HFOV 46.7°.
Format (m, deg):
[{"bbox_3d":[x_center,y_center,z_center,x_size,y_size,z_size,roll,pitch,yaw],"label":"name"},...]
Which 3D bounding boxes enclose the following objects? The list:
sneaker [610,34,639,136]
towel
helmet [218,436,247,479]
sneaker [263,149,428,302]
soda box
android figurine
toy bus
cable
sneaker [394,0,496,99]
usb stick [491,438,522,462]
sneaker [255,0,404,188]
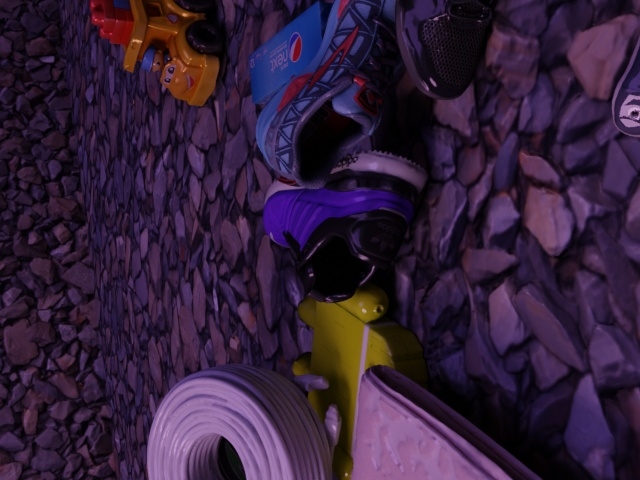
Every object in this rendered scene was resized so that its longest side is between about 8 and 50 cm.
[{"bbox_3d":[0.220,-0.023,0.328,0.163,0.086,0.226,6,111,42],"label":"sneaker"},{"bbox_3d":[0.109,0.324,0.665,0.317,0.053,0.331,30,117,59],"label":"towel"},{"bbox_3d":[-0.106,0.284,1.046,0.169,0.161,0.169,8,99,62],"label":"helmet"},{"bbox_3d":[-0.001,0.000,0.843,0.293,0.102,0.146,-18,55,61],"label":"sneaker"},{"bbox_3d":[-0.020,-0.231,0.943,0.210,0.067,0.071,-11,83,62],"label":"soda box"},{"bbox_3d":[0.042,0.164,0.876,0.273,0.056,0.248,33,121,59],"label":"android figurine"},{"bbox_3d":[-0.292,-0.357,1.297,0.149,0.211,0.220,-48,52,51],"label":"toy bus"},{"bbox_3d":[-0.101,0.277,0.886,0.257,0.089,0.257,1,90,36],"label":"cable"},{"bbox_3d":[0.132,-0.235,0.636,0.130,0.087,0.227,-149,66,-65],"label":"sneaker"},{"bbox_3d":[0.163,0.318,0.666,0.077,0.045,0.278,-14,80,61],"label":"usb stick"},{"bbox_3d":[0.043,-0.156,0.738,0.262,0.104,0.125,-53,34,20],"label":"sneaker"}]
